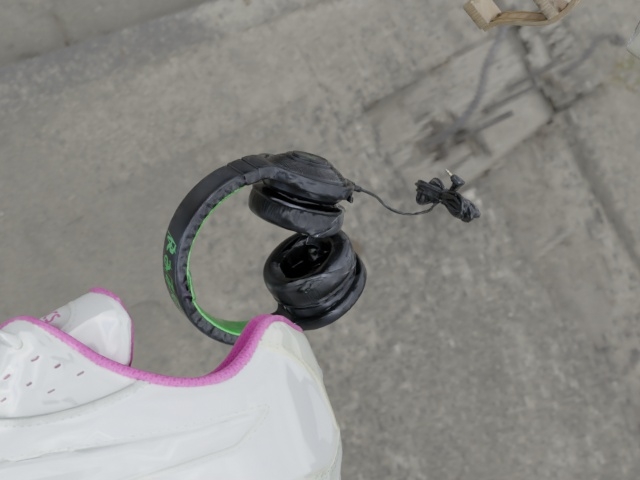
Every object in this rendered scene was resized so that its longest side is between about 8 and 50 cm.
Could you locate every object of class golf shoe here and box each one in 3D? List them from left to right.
[{"bbox_3d":[-0.137,0.087,0.447,0.306,0.115,0.140,2,88,-16],"label":"golf shoe"}]

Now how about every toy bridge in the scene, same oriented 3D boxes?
[{"bbox_3d":[0.204,-0.231,1.061,0.063,0.188,0.026,49,62,-7],"label":"toy bridge"}]

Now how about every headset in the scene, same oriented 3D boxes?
[{"bbox_3d":[0.000,0.000,1.463,0.394,0.185,0.243,-22,120,-24],"label":"headset"}]

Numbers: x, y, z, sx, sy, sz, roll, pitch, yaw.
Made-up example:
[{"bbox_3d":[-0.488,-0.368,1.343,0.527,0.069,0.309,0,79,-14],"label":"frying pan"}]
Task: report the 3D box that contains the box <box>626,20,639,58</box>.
[{"bbox_3d":[0.325,-0.087,0.542,0.311,0.148,0.121,32,56,1],"label":"box"}]
